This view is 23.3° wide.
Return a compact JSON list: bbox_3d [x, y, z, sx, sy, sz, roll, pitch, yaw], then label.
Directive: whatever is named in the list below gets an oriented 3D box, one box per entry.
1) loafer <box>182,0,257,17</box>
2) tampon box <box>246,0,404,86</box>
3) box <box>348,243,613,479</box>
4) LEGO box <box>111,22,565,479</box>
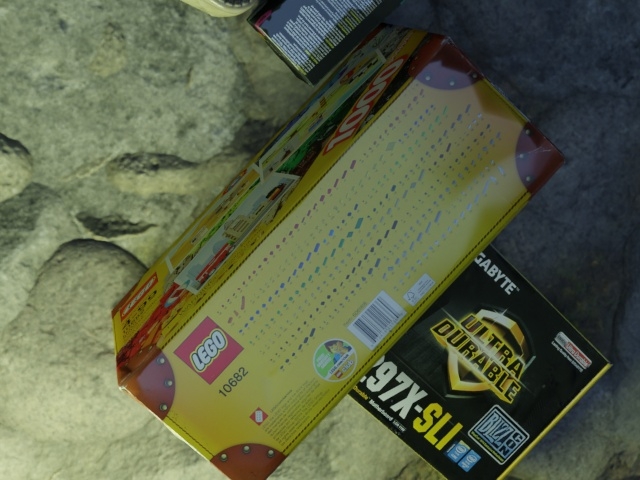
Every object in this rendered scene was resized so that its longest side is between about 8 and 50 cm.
[{"bbox_3d":[-0.191,-0.347,1.829,0.268,0.092,0.102,41,67,1],"label":"loafer"},{"bbox_3d":[0.007,-0.278,1.857,0.161,0.120,0.101,-43,104,0],"label":"tampon box"},{"bbox_3d":[0.175,0.144,1.948,0.257,0.079,0.322,-45,119,3],"label":"box"},{"bbox_3d":[0.000,0.000,1.780,0.193,0.372,0.500,43,91,-13],"label":"LEGO box"}]
